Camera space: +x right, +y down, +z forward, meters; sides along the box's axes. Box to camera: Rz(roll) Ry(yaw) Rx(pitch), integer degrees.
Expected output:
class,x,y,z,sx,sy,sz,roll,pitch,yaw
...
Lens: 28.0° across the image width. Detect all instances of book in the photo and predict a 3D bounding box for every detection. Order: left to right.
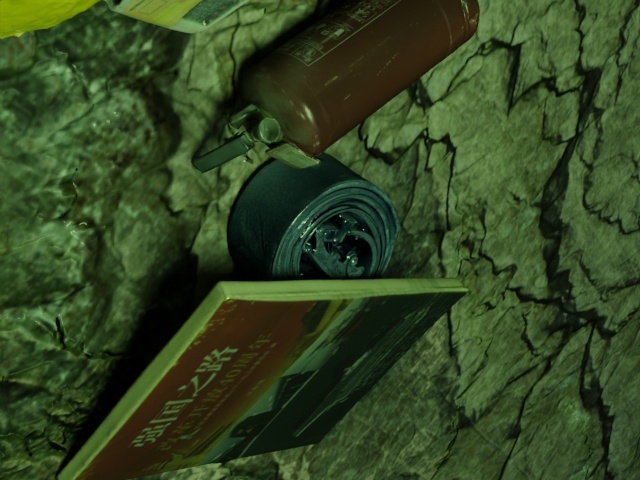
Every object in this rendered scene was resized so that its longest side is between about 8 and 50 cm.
class,x,y,z,sx,sy,sz,roll,pitch,yaw
book,-0.042,0.129,1.219,0.374,0.028,0.262,0,138,-53

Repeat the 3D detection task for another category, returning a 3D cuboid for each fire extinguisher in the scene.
class,x,y,z,sx,sy,sz,roll,pitch,yaw
fire extinguisher,0.013,-0.140,1.090,0.269,0.104,0.105,-40,143,-26

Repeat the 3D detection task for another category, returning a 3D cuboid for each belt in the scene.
class,x,y,z,sx,sy,sz,roll,pitch,yaw
belt,0.000,0.000,1.191,0.141,0.082,0.190,-49,147,-2

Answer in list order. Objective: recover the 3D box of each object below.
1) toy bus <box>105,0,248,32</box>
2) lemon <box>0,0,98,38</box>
class,x,y,z,sx,sy,sz,roll,pitch,yaw
toy bus,0.001,-0.250,0.809,0.342,0.097,0.138,-28,161,26
lemon,-0.162,-0.215,0.544,0.322,0.268,0.268,-58,166,-66
